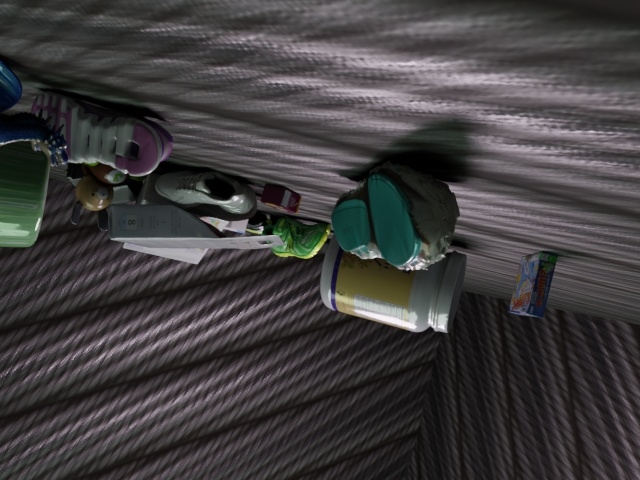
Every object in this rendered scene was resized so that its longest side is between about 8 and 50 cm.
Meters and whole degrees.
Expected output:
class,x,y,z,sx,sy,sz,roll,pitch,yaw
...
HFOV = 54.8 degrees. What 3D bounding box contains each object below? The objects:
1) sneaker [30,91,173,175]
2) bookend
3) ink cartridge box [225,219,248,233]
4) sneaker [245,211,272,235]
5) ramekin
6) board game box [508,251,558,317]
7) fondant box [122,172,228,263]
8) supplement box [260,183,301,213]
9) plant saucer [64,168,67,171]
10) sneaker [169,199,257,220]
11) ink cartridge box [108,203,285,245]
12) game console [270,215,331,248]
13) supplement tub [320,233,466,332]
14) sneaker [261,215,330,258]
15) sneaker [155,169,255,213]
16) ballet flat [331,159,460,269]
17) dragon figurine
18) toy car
class,x,y,z,sx,sy,sz,roll,pitch,yaw
sneaker,-0.326,-0.163,0.942,0.236,0.095,0.104,18,-161,13
bookend,-0.610,-0.175,1.759,0.156,0.072,0.157,-10,148,3
ink cartridge box,-0.309,-0.085,1.952,0.143,0.090,0.092,12,176,25
sneaker,-0.273,-0.089,2.053,0.234,0.084,0.097,13,152,-1
ramekin,-0.721,-0.126,1.421,0.148,0.304,0.303,8,180,-30
board game box,0.468,0.100,1.370,0.035,0.136,0.201,14,176,7
fondant box,-0.427,-0.054,1.812,0.238,0.096,0.330,14,152,-22
supplement box,-0.086,-0.091,1.358,0.054,0.043,0.083,14,176,27
plant saucer,-0.672,-0.204,1.906,0.188,0.045,0.188,17,175,-33
sneaker,-0.232,-0.097,1.525,0.255,0.094,0.151,10,-179,29
ink cartridge box,-0.286,-0.033,1.538,0.384,0.091,0.308,-1,175,0
game console,0.000,0.000,2.137,0.361,0.044,0.213,21,179,17
supplement tub,0.189,0.097,1.594,0.331,0.241,0.241,13,176,18
sneaker,-0.086,-0.013,1.940,0.123,0.110,0.295,42,149,-29
sneaker,-0.265,-0.123,1.374,0.232,0.091,0.115,6,167,9
ballet flat,0.119,-0.043,0.891,0.146,0.147,0.409,15,179,-12
dragon figurine,-0.449,-0.195,0.795,0.085,0.144,0.289,11,141,37
toy car,-0.521,-0.121,1.457,0.148,0.189,0.155,11,175,41
